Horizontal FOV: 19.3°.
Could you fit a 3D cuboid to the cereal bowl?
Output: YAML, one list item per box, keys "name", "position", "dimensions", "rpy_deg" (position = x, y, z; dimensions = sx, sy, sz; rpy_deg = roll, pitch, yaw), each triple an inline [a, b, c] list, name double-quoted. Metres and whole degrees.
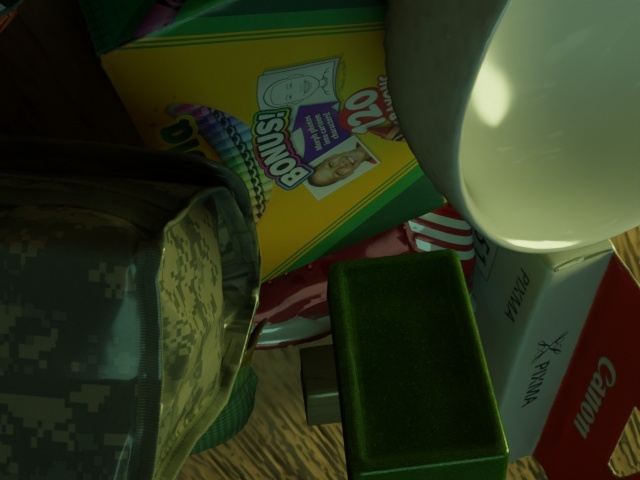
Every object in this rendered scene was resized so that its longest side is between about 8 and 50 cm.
- name: "cereal bowl"
  position: [0.166, -0.164, 1.050]
  dimensions: [0.339, 0.141, 0.339]
  rpy_deg: [-29, 146, -23]

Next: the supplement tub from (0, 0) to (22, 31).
- name: "supplement tub"
  position: [-0.182, -0.172, 0.870]
  dimensions: [0.117, 0.117, 0.190]
  rpy_deg: [-13, 158, -15]

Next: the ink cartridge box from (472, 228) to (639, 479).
- name: "ink cartridge box"
  position: [0.157, 0.090, 1.350]
  dimensions: [0.060, 0.239, 0.275]
  rpy_deg: [-17, 147, -20]

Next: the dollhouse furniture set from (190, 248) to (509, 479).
- name: "dollhouse furniture set"
  position: [-0.045, 0.132, 1.232]
  dimensions: [0.302, 0.151, 0.197]
  rpy_deg: [-7, 150, -4]

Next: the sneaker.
- name: "sneaker"
  position: [0.000, 0.000, 1.305]
  dimensions: [0.221, 0.087, 0.128]
  rpy_deg: [-5, 117, -10]

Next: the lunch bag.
- name: "lunch bag"
  position: [-0.167, 0.029, 1.037]
  dimensions: [0.235, 0.287, 0.168]
  rpy_deg: [4, 103, 7]

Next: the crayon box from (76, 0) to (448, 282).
- name: "crayon box"
  position: [-0.028, -0.091, 1.127]
  dimensions: [0.165, 0.081, 0.278]
  rpy_deg: [-23, 147, 0]
